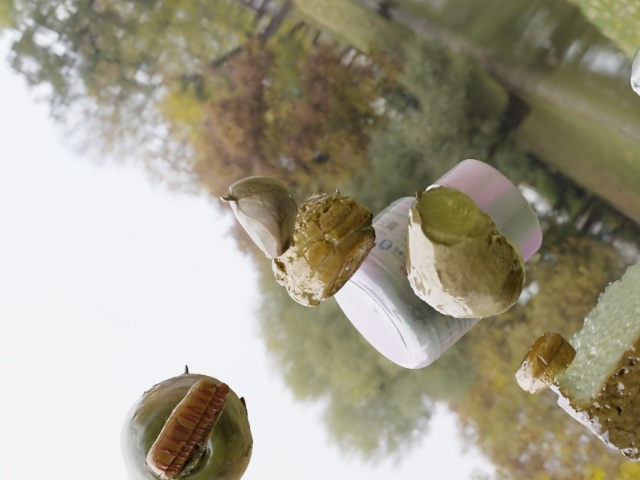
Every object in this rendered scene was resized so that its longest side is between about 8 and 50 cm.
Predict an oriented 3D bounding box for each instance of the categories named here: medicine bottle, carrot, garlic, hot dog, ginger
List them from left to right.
[{"bbox_3d":[-0.227,0.337,2.142,0.224,0.224,0.340,30,177,-4],"label":"carrot"},{"bbox_3d":[-0.161,0.234,1.554,0.062,0.144,0.038,47,154,-27],"label":"hot dog"},{"bbox_3d":[-0.068,-0.042,1.565,0.152,0.066,0.084,59,-155,-45],"label":"garlic"},{"bbox_3d":[0.201,0.034,2.168,0.256,0.325,0.256,45,163,17],"label":"medicine bottle"},{"bbox_3d":[0.185,0.029,1.605,0.138,0.152,0.267,13,165,25],"label":"ginger"}]

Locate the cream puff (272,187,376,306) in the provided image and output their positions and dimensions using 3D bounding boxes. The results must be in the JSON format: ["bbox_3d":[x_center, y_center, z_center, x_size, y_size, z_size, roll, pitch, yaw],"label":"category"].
[{"bbox_3d":[0.000,0.000,1.854,0.129,0.189,0.189,38,-170,10],"label":"cream puff"}]

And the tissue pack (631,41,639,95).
[{"bbox_3d":[0.679,-0.292,2.130,0.266,0.194,0.356,31,-159,4],"label":"tissue pack"}]

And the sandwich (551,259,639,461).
[{"bbox_3d":[0.480,0.141,1.813,0.131,0.325,0.262,36,-178,-5],"label":"sandwich"}]

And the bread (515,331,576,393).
[{"bbox_3d":[0.261,0.143,1.461,0.046,0.081,0.083,37,-161,4],"label":"bread"}]
